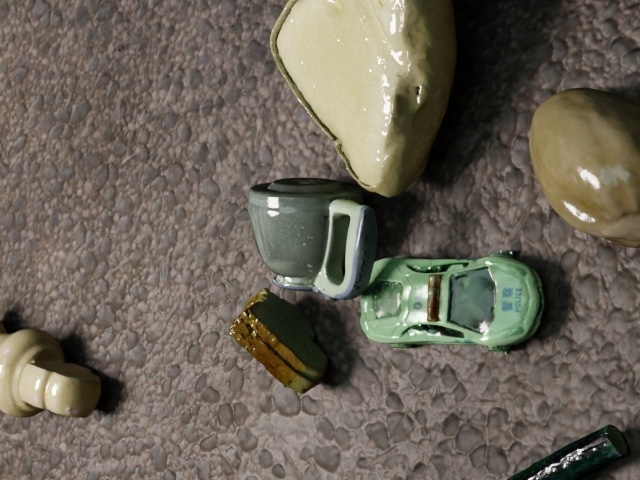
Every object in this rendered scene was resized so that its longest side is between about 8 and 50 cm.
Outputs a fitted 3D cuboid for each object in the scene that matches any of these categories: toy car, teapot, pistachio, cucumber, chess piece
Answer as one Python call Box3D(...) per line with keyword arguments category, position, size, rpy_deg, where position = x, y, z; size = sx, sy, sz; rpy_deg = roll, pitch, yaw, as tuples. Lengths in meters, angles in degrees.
Box3D(category="toy car", position=(0.112, 0.051, 1.271), size=(0.186, 0.058, 0.093), rpy_deg=(-1, 80, 39))
Box3D(category="teapot", position=(0.003, -0.002, 1.346), size=(0.149, 0.111, 0.108), rpy_deg=(5, 103, 27))
Box3D(category="pistachio", position=(0.238, -0.066, 1.168), size=(0.126, 0.108, 0.185), rpy_deg=(-43, 48, -4))
Box3D(category="cucumber", position=(0.196, 0.195, 1.195), size=(0.133, 0.032, 0.032), rpy_deg=(-34, 62, 30))
Box3D(category="chess piece", position=(-0.402, 0.124, 1.628), size=(0.397, 0.117, 0.117), rpy_deg=(14, 90, 37))

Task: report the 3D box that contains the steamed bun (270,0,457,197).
Box3D(category="steamed bun", position=(0.067, -0.179, 1.315), size=(0.231, 0.110, 0.212), rpy_deg=(59, 139, 26))

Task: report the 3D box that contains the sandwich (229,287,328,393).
Box3D(category="sandwich", position=(-0.034, 0.097, 1.370), size=(0.105, 0.093, 0.036), rpy_deg=(45, 112, 0))
